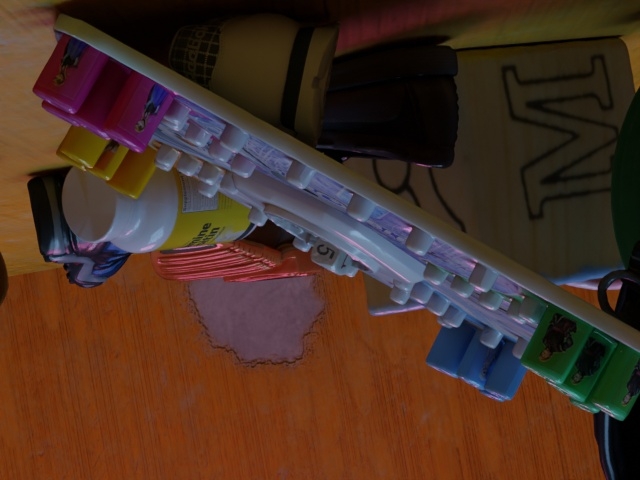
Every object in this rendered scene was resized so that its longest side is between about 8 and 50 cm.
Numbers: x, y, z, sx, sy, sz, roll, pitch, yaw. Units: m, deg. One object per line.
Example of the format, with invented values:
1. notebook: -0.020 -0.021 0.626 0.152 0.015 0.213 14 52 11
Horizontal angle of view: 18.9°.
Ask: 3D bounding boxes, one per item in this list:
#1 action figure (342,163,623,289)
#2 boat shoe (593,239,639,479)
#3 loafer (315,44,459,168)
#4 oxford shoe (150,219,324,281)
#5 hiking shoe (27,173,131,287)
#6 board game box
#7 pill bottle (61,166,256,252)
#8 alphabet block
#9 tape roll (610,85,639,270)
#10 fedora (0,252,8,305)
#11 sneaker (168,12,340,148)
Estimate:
1. action figure: 0.185 -0.008 2.207 0.370 0.276 0.248 -25 -166 -38
2. boat shoe: 0.277 0.041 1.218 0.187 0.156 0.500 28 151 12
3. loafer: -0.004 -0.081 1.520 0.109 0.095 0.302 -8 177 -38
4. oxford shoe: -0.095 -0.026 2.039 0.130 0.133 0.363 -6 176 14
5. hiking shoe: -0.211 -0.014 2.011 0.132 0.113 0.304 -10 178 3
6. board game box: 0.000 0.000 1.232 0.390 0.050 0.390 29 175 -3
7. pill bottle: -0.144 -0.042 1.767 0.103 0.103 0.184 -12 177 42
8. alphabet block: 0.147 -0.052 1.620 0.193 0.197 0.192 -8 178 -34
9. tape roll: 0.383 -0.036 1.449 0.321 0.321 0.077 -11 179 23
10. fedora: -0.354 -0.003 1.666 0.194 0.194 0.079 -8 142 -42
11. sneaker: -0.039 -0.105 1.203 0.095 0.090 0.235 9 177 0
